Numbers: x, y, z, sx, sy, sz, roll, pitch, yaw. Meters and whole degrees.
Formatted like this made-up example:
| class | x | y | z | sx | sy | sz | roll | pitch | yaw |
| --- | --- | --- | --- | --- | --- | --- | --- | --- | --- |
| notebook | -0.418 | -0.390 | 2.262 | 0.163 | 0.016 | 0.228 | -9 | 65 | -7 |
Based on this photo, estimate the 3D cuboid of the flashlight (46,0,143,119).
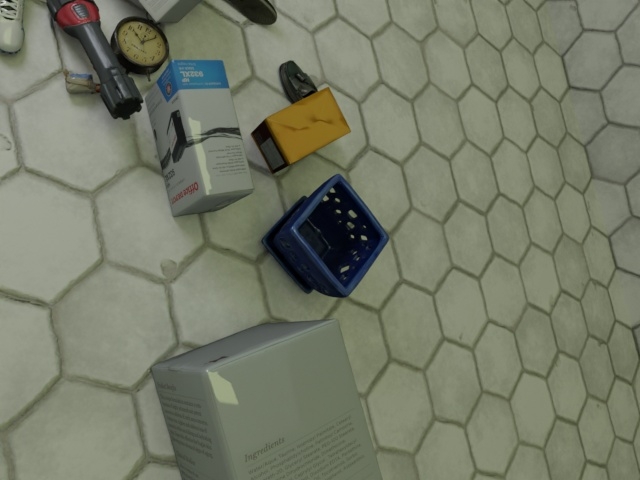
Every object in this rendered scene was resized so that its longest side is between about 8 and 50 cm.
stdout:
| class | x | y | z | sx | sy | sz | roll | pitch | yaw |
| --- | --- | --- | --- | --- | --- | --- | --- | --- | --- |
| flashlight | -0.496 | -0.414 | 1.171 | 0.304 | 0.103 | 0.103 | 62 | 20 | 4 |

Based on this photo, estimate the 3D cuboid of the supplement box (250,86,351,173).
| class | x | y | z | sx | sy | sz | roll | pitch | yaw |
| --- | --- | --- | --- | --- | --- | --- | --- | --- | --- |
| supplement box | -0.057 | -0.287 | 1.399 | 0.191 | 0.194 | 0.129 | -31 | 99 | -17 |

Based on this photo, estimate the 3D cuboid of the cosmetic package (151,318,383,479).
| class | x | y | z | sx | sy | sz | roll | pitch | yaw |
| --- | --- | --- | --- | --- | --- | --- | --- | --- | --- |
| cosmetic package | -0.122 | 0.409 | 1.149 | 0.327 | 0.329 | 0.394 | -15 | 90 | -36 |

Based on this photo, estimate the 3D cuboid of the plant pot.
| class | x | y | z | sx | sy | sz | roll | pitch | yaw |
| --- | --- | --- | --- | --- | --- | --- | --- | --- | --- |
| plant pot | 0.000 | 0.000 | 1.395 | 0.236 | 0.212 | 0.236 | 51 | 57 | -17 |

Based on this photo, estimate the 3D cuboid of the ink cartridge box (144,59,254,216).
| class | x | y | z | sx | sy | sz | roll | pitch | yaw |
| --- | --- | --- | --- | --- | --- | --- | --- | --- | --- |
| ink cartridge box | -0.289 | -0.230 | 1.232 | 0.129 | 0.223 | 0.308 | -13 | 88 | -36 |

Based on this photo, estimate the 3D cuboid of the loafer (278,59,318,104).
| class | x | y | z | sx | sy | sz | roll | pitch | yaw |
| --- | --- | --- | --- | --- | --- | --- | --- | --- | --- |
| loafer | -0.027 | -0.411 | 1.542 | 0.096 | 0.084 | 0.268 | -32 | 99 | -35 |

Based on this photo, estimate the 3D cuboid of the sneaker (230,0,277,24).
| class | x | y | z | sx | sy | sz | roll | pitch | yaw |
| --- | --- | --- | --- | --- | --- | --- | --- | --- | --- |
| sneaker | -0.204 | -0.716 | 1.484 | 0.222 | 0.083 | 0.118 | 29 | 60 | -30 |

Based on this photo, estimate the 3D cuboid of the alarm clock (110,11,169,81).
| class | x | y | z | sx | sy | sz | roll | pitch | yaw |
| --- | --- | --- | --- | --- | --- | --- | --- | --- | --- |
| alarm clock | -0.434 | -0.487 | 1.284 | 0.129 | 0.064 | 0.192 | 28 | 68 | -28 |

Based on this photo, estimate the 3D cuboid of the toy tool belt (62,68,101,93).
| class | x | y | z | sx | sy | sz | roll | pitch | yaw |
| --- | --- | --- | --- | --- | --- | --- | --- | --- | --- |
| toy tool belt | -0.537 | -0.363 | 1.193 | 0.083 | 0.052 | 0.051 | -12 | 96 | -37 |

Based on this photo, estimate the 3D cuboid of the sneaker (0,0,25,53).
| class | x | y | z | sx | sy | sz | roll | pitch | yaw |
| --- | --- | --- | --- | --- | --- | --- | --- | --- | --- |
| sneaker | -0.667 | -0.515 | 1.113 | 0.085 | 0.086 | 0.237 | 1 | 81 | -37 |

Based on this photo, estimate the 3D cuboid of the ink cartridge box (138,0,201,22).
| class | x | y | z | sx | sy | sz | roll | pitch | yaw |
| --- | --- | --- | --- | --- | --- | --- | --- | --- | --- |
| ink cartridge box | -0.386 | -0.672 | 1.256 | 0.233 | 0.171 | 0.168 | 51 | 17 | -15 |
